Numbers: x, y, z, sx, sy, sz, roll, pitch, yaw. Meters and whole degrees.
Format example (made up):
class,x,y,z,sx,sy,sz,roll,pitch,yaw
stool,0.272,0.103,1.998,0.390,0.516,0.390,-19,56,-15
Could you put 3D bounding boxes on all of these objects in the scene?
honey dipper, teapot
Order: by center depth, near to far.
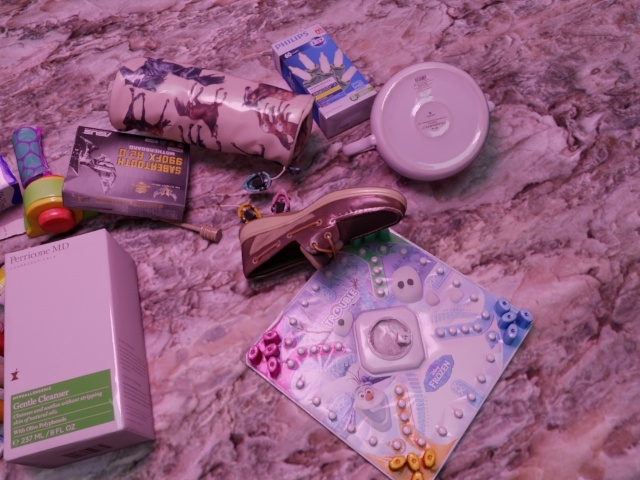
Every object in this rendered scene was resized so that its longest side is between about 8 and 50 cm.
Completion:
class,x,y,z,sx,sy,sz,roll,pitch,yaw
honey dipper,-0.281,-0.033,1.180,0.161,0.030,0.030,17,65,15
teapot,0.212,-0.237,1.181,0.256,0.187,0.252,27,94,-2

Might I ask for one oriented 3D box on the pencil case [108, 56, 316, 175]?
class,x,y,z,sx,sy,sz,roll,pitch,yaw
pencil case,-0.222,-0.258,1.172,0.411,0.183,0.159,13,54,0

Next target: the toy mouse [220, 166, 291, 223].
class,x,y,z,sx,sy,sz,roll,pitch,yaw
toy mouse,-0.106,-0.090,1.167,0.161,0.031,0.143,34,101,14

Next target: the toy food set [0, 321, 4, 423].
class,x,y,z,sx,sy,sz,roll,pitch,yaw
toy food set,-0.596,0.225,1.042,0.111,0.104,0.232,-48,51,-5

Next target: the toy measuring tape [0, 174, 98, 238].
class,x,y,z,sx,sy,sz,roll,pitch,yaw
toy measuring tape,-0.607,-0.059,1.160,0.331,0.121,0.121,-17,63,-6

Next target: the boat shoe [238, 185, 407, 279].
class,x,y,z,sx,sy,sz,roll,pitch,yaw
boat shoe,0.000,0.000,1.056,0.342,0.123,0.123,-14,59,19

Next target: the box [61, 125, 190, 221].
class,x,y,z,sx,sy,sz,roll,pitch,yaw
box,-0.392,-0.138,1.167,0.231,0.056,0.182,7,51,-16

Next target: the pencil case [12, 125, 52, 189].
class,x,y,z,sx,sy,sz,roll,pitch,yaw
pencil case,-0.633,-0.180,1.252,0.070,0.064,0.151,-30,65,5

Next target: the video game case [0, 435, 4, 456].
class,x,y,z,sx,sy,sz,roll,pitch,yaw
video game case,-0.636,0.397,0.980,0.119,0.015,0.166,24,66,15

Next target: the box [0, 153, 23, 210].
class,x,y,z,sx,sy,sz,roll,pitch,yaw
box,-0.693,-0.099,1.155,0.137,0.126,0.072,-33,90,-27

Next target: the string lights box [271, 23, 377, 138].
class,x,y,z,sx,sy,sz,roll,pitch,yaw
string lights box,0.006,-0.371,1.312,0.134,0.076,0.259,-29,65,-10

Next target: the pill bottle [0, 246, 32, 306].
class,x,y,z,sx,sy,sz,roll,pitch,yaw
pill bottle,-0.598,0.070,1.120,0.065,0.065,0.116,32,68,17

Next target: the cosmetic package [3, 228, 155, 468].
class,x,y,z,sx,sy,sz,roll,pitch,yaw
cosmetic package,-0.426,0.186,1.002,0.197,0.155,0.365,-16,64,-3

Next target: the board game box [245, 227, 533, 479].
class,x,y,z,sx,sy,sz,roll,pitch,yaw
board game box,0.127,0.177,1.037,0.390,0.050,0.390,34,69,18
